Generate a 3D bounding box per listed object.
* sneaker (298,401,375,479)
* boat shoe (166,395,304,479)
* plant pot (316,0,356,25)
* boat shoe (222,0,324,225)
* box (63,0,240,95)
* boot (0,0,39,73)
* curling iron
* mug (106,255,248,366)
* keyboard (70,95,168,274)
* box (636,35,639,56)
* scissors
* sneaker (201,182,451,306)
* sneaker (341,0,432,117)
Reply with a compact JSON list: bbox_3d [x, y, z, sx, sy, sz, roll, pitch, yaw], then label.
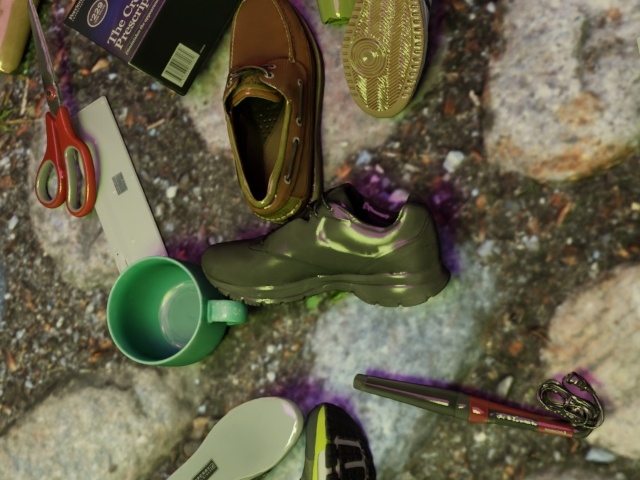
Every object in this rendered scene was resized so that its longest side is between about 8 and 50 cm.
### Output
[{"bbox_3d":[-0.019,0.327,1.084,0.121,0.111,0.299,-1,76,31],"label":"sneaker"},{"bbox_3d":[-0.092,0.253,1.131,0.228,0.076,0.080,-47,67,21],"label":"boat shoe"},{"bbox_3d":[0.024,-0.303,1.190,0.083,0.083,0.079,-6,91,22],"label":"plant pot"},{"bbox_3d":[-0.059,-0.173,1.182,0.111,0.104,0.307,-16,74,21],"label":"boat shoe"},{"bbox_3d":[-0.185,-0.340,1.240,0.184,0.103,0.261,35,96,45],"label":"box"},{"bbox_3d":[-0.396,-0.358,1.371,0.236,0.089,0.269,20,91,32],"label":"boot"},{"bbox_3d":[0.167,0.168,1.068,0.274,0.035,0.068,2,78,22],"label":"curling iron"},{"bbox_3d":[-0.166,0.094,1.186,0.158,0.097,0.129,34,95,23],"label":"mug"},{"bbox_3d":[-0.273,-0.070,1.307,0.072,0.014,0.256,-28,72,11],"label":"keyboard"},{"bbox_3d":[0.426,-0.076,0.971,0.169,0.087,0.289,-11,77,21],"label":"box"},{"bbox_3d":[-0.345,-0.179,1.313,0.109,0.021,0.297,1,94,35],"label":"scissors"},{"bbox_3d":[0.000,0.000,1.107,0.287,0.109,0.130,-3,114,15],"label":"sneaker"},{"bbox_3d":[0.097,-0.293,1.153,0.099,0.153,0.282,9,115,21],"label":"sneaker"}]
